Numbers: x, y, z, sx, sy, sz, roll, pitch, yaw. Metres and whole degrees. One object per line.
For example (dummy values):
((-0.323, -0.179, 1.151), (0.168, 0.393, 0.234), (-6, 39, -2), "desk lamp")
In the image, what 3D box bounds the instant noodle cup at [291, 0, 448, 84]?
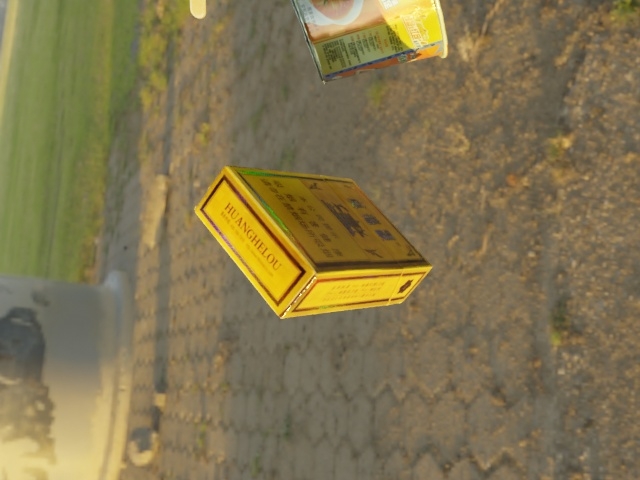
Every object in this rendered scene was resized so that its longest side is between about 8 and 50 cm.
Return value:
((0.064, -0.398, 1.488), (0.296, 0.214, 0.296), (-21, -90, -86), "instant noodle cup")

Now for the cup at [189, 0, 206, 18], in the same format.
((-0.078, -0.249, 0.760), (0.099, 0.074, 0.102), (85, 180, -65), "cup")

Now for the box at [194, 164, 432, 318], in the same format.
((0.000, 0.000, 1.212), (0.193, 0.302, 0.084), (50, 115, 23), "box")
